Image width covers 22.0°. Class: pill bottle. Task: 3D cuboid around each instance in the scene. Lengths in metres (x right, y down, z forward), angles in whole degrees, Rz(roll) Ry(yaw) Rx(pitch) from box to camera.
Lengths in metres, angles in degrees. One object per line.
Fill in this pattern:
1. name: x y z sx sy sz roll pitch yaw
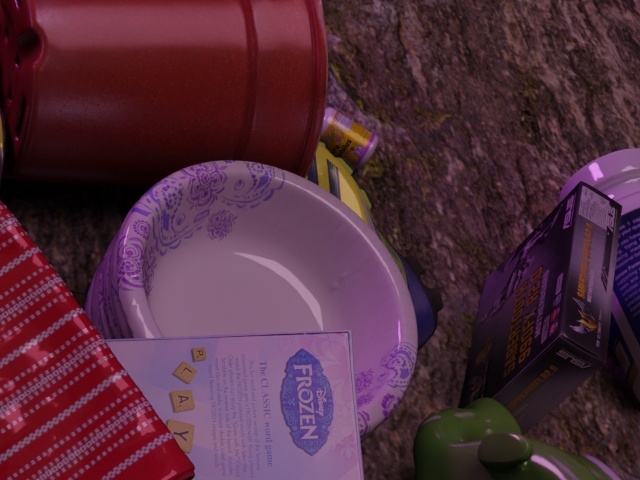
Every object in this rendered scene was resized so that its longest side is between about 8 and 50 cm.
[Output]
1. pill bottle: 0.018 -0.114 1.771 0.083 0.043 0.043 31 42 -8
2. pill bottle: 0.368 0.039 1.806 0.153 0.153 0.265 2 54 -35

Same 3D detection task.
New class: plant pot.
1. plant pot: -0.171 -0.159 1.528 0.265 0.272 0.272 -2 55 -28

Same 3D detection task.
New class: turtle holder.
1. turtle holder: 0.179 0.290 1.423 0.227 0.243 0.320 20 3 -42

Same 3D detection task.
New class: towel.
1. towel: -0.243 0.117 1.191 0.199 0.031 0.275 -32 74 -20

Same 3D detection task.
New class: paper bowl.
1. paper bowl: -0.068 0.083 1.446 0.284 0.148 0.284 16 49 -20

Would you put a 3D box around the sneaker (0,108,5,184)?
1. sneaker: -0.367 -0.155 1.484 0.121 0.111 0.300 0 52 -30

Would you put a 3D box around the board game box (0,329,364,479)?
1. board game box: -0.121 0.229 1.213 0.317 0.066 0.319 -1 67 -9

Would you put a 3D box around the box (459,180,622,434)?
1. box: 0.219 0.077 1.644 0.056 0.183 0.231 30 43 -12

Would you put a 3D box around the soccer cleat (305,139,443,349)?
1. soccer cleat: 0.001 0.000 1.624 0.121 0.093 0.289 -27 72 -39
